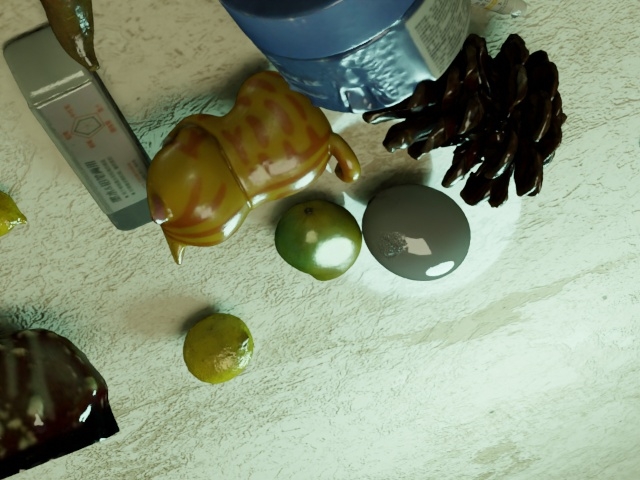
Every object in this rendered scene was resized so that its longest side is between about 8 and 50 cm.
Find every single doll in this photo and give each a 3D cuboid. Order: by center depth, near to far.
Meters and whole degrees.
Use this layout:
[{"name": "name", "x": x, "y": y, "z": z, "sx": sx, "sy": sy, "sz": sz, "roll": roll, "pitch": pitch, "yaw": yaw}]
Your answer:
[{"name": "doll", "x": -0.106, "y": -0.100, "z": 1.604, "sx": 0.270, "sy": 0.162, "sz": 0.166, "roll": -30, "pitch": 141, "yaw": -6}]

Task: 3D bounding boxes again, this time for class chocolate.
[{"name": "chocolate", "x": -0.483, "y": 0.242, "z": 1.802, "sx": 0.340, "sy": 0.210, "sz": 0.225, "roll": -19, "pitch": 175, "yaw": -14}]

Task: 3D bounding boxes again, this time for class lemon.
[{"name": "lemon", "x": -0.426, "y": -0.034, "z": 1.600, "sx": 0.092, "sy": 0.065, "sz": 0.065, "roll": 6, "pitch": 136, "yaw": -23}, {"name": "lemon", "x": -0.166, "y": 0.175, "z": 1.990, "sx": 0.133, "sy": 0.109, "sz": 0.109, "roll": -32, "pitch": 145, "yaw": 25}]

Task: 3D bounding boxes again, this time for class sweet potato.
[{"name": "sweet potato", "x": -0.302, "y": -0.287, "z": 1.353, "sx": 0.069, "sy": 0.059, "sz": 0.249, "roll": -31, "pitch": 137, "yaw": 6}]

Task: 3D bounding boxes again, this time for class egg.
[{"name": "egg", "x": 0.146, "y": -0.014, "z": 1.894, "sx": 0.146, "sy": 0.146, "sz": 0.199, "roll": -41, "pitch": 137, "yaw": 22}]

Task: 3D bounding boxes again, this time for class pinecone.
[{"name": "pinecone", "x": 0.199, "y": -0.167, "z": 1.653, "sx": 0.309, "sy": 0.244, "sz": 0.244, "roll": 10, "pitch": 135, "yaw": -18}]

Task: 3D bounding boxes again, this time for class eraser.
[{"name": "eraser", "x": -0.285, "y": -0.131, "z": 1.560, "sx": 0.089, "sy": 0.061, "sz": 0.352, "roll": -25, "pitch": 146, "yaw": -1}]

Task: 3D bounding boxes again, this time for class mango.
[{"name": "mango", "x": 0.002, "y": -0.003, "z": 1.886, "sx": 0.122, "sy": 0.085, "sz": 0.191, "roll": -44, "pitch": 152, "yaw": 9}]

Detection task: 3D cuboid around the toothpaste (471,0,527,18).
[{"name": "toothpaste", "x": 0.196, "y": -0.327, "z": 1.617, "sx": 0.190, "sy": 0.031, "sz": 0.048, "roll": 10, "pitch": 136, "yaw": -36}]

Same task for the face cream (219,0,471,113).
[{"name": "face cream", "x": 0.026, "y": -0.290, "z": 1.373, "sx": 0.249, "sy": 0.249, "sz": 0.225, "roll": -31, "pitch": 146, "yaw": 10}]
